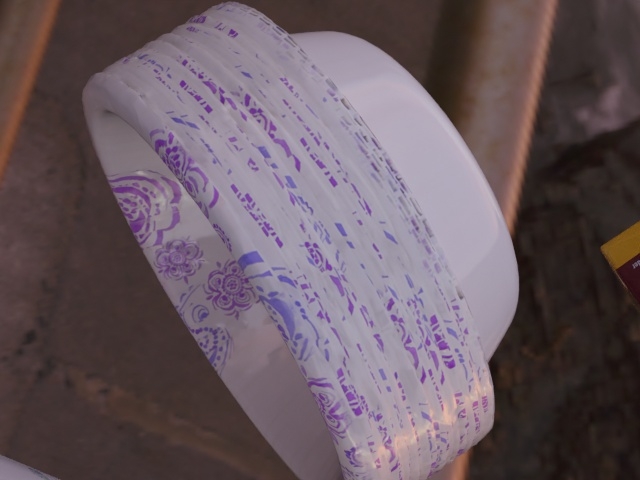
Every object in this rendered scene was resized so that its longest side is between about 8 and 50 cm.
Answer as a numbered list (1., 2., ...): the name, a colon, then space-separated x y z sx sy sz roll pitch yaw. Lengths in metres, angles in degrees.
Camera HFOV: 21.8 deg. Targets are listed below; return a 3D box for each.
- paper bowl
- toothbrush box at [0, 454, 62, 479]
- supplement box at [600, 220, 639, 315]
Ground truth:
1. paper bowl: 0.000 0.000 0.923 0.148 0.284 0.284 -33 105 -15
2. toothbrush box: -0.148 0.166 0.652 0.216 0.295 0.126 29 89 -31
3. supplement box: 0.293 0.077 0.998 0.194 0.129 0.191 60 7 36
